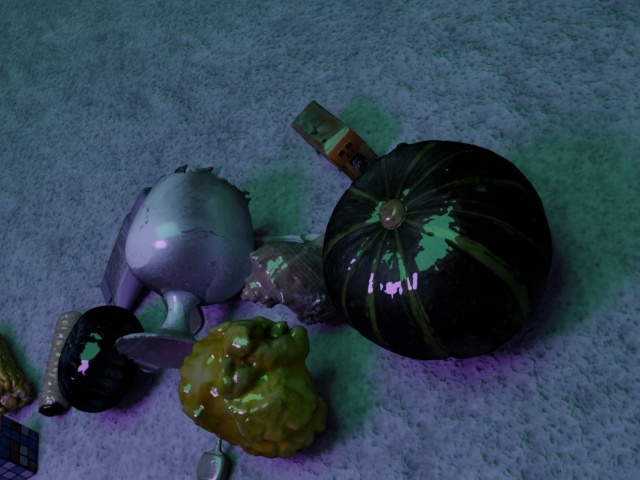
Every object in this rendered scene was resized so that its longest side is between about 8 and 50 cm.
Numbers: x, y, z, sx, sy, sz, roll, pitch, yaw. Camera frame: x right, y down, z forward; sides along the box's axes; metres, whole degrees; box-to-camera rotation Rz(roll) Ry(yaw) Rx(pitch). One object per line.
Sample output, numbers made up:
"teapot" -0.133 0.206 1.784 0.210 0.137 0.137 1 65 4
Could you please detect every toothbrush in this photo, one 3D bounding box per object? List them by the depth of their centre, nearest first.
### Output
"toothbrush" -0.001 -0.001 1.515 0.303 0.030 0.030 -4 56 36

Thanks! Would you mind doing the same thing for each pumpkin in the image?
"pumpkin" 0.156 0.012 1.217 0.323 0.241 0.323 -16 53 22
"pumpkin" -0.389 0.211 1.574 0.202 0.140 0.202 -48 28 36

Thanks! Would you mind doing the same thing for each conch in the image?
"conch" -0.011 0.045 1.400 0.245 0.163 0.178 -26 27 -4

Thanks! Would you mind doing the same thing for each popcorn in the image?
"popcorn" -0.089 0.208 1.294 0.226 0.200 0.203 20 80 51

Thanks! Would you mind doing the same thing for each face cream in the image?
"face cream" -0.364 0.030 1.720 0.274 0.096 0.154 -58 41 22

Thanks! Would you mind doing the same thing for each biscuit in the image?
"biscuit" -0.503 0.239 1.715 0.061 0.055 0.219 -19 49 20

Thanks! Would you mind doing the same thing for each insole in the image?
"insole" -0.267 0.119 1.651 0.063 0.010 0.192 -44 42 3

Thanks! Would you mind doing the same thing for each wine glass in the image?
"wine glass" -0.226 0.055 1.512 0.238 0.238 0.323 -12 60 32

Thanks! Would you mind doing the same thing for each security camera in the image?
"security camera" -0.163 0.336 1.376 0.058 0.058 0.092 3 72 40

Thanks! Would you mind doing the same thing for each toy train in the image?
"toy train" 0.025 -0.181 1.583 0.072 0.099 0.188 -45 41 0

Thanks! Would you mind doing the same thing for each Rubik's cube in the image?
"Rubik's cube" -0.591 0.397 1.634 0.092 0.092 0.092 -32 44 16

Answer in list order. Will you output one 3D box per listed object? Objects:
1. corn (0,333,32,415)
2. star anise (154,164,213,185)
"corn" -0.675 0.256 1.811 0.101 0.101 0.291 -47 42 -2
"star anise" -0.286 -0.087 1.790 0.180 0.061 0.205 -27 44 20
